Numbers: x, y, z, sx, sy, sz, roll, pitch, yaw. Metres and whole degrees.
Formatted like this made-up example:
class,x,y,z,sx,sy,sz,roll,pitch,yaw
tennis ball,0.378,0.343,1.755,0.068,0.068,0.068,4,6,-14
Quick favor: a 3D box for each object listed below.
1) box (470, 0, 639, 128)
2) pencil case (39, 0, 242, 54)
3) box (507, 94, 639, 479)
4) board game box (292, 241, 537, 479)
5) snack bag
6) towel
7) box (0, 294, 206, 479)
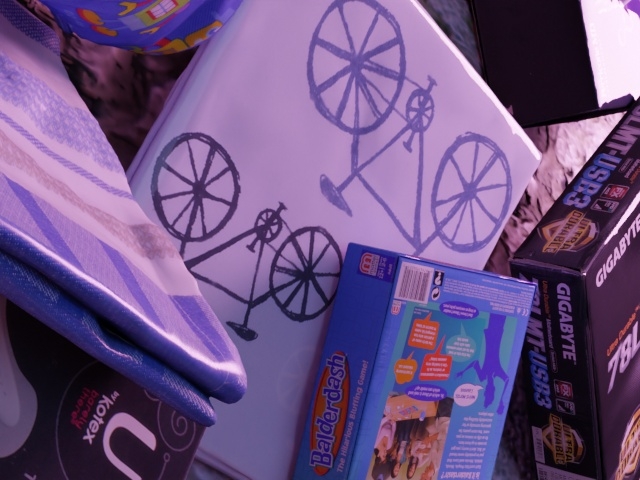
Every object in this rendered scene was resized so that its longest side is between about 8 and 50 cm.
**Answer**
class,x,y,z,sx,sy,sz,roll,pitch,yaw
box,0.244,-0.191,1.142,0.207,0.108,0.153,-15,95,-53
pencil case,-0.104,-0.152,0.524,0.119,0.133,0.306,49,6,0
box,0.270,0.062,1.070,0.295,0.073,0.293,-45,136,-42
board game box,0.062,0.117,0.804,0.160,0.047,0.210,13,90,-46
snack bag,0.000,0.000,0.774,0.323,0.037,0.342,40,72,-43
towel,-0.139,-0.062,0.513,0.285,0.034,0.209,56,6,38
box,-0.197,0.064,0.478,0.270,0.143,0.165,50,46,-33
